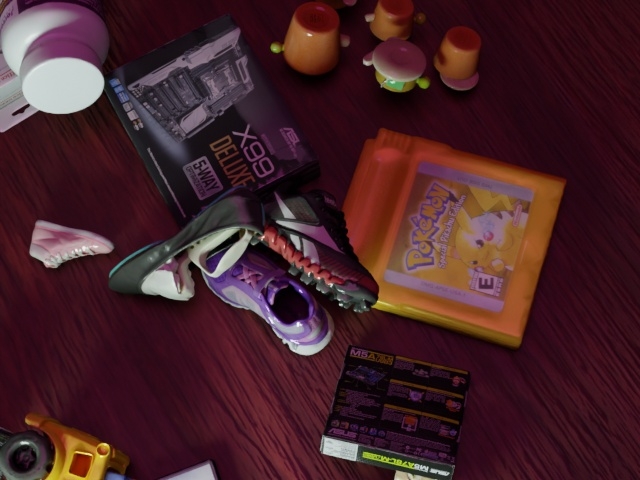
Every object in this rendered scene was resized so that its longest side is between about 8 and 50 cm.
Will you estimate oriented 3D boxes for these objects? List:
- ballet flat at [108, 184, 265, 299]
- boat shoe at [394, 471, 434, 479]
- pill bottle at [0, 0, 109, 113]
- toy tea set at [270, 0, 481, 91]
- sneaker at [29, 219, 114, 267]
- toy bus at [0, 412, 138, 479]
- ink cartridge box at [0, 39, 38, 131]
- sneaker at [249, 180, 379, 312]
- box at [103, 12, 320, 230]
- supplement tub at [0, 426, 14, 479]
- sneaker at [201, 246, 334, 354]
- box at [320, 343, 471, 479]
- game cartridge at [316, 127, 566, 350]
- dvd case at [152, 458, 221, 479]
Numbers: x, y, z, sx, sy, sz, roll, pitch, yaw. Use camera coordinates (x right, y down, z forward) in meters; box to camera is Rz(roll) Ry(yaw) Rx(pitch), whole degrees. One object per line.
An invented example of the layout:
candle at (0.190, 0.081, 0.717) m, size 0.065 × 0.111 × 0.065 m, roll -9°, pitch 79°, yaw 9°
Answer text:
ballet flat at (-0.198, 0.025, 1.724) m, size 0.280 × 0.095 × 0.096 m, roll -34°, pitch 65°, yaw 18°
boat shoe at (0.126, 0.334, 1.665) m, size 0.059 × 0.063 × 0.170 m, roll -43°, pitch 65°, yaw -10°
pill bottle at (-0.428, -0.353, 1.841) m, size 0.169 × 0.169 × 0.301 m, roll -15°, pitch 56°, yaw -3°
toy tea set at (0.092, -0.310, 1.879) m, size 0.336 × 0.124 × 0.200 m, roll 28°, pitch 57°, yaw 10°
sneaker at (-0.391, 0.017, 1.801) m, size 0.134 × 0.051 × 0.070 m, roll 13°, pitch 73°, yaw 10°
toy bus at (-0.346, 0.375, 1.614) m, size 0.211 × 0.149 × 0.220 m, roll 15°, pitch 73°, yaw 10°
ink cartridge box at (-0.537, -0.280, 1.906) m, size 0.104 × 0.060 × 0.180 m, roll -34°, pitch 73°, yaw -10°
sneaker at (0.000, 0.000, 1.722) m, size 0.276 × 0.097 × 0.135 m, roll 36°, pitch 87°, yaw 37°
box at (-0.177, -0.181, 1.848) m, size 0.242 × 0.076 × 0.307 m, roll -28°, pitch 71°, yaw -7°
supplement tub at (-0.521, 0.349, 1.651) m, size 0.117 × 0.117 × 0.190 m, roll 16°, pitch 72°, yaw 8°
sneaker at (-0.083, 0.073, 1.740) m, size 0.236 × 0.104 × 0.095 m, roll 35°, pitch 78°, yaw 16°
box at (0.111, 0.245, 1.662) m, size 0.191 × 0.045 × 0.184 m, roll 11°, pitch 40°, yaw 6°
game cartridge at (0.189, -0.010, 1.787) m, size 0.324 × 0.052 × 0.285 m, roll 16°, pitch 72°, yaw 7°
dvd case at (-0.197, 0.460, 1.649) m, size 0.180 × 0.022 × 0.253 m, roll -20°, pitch 70°, yaw -5°
